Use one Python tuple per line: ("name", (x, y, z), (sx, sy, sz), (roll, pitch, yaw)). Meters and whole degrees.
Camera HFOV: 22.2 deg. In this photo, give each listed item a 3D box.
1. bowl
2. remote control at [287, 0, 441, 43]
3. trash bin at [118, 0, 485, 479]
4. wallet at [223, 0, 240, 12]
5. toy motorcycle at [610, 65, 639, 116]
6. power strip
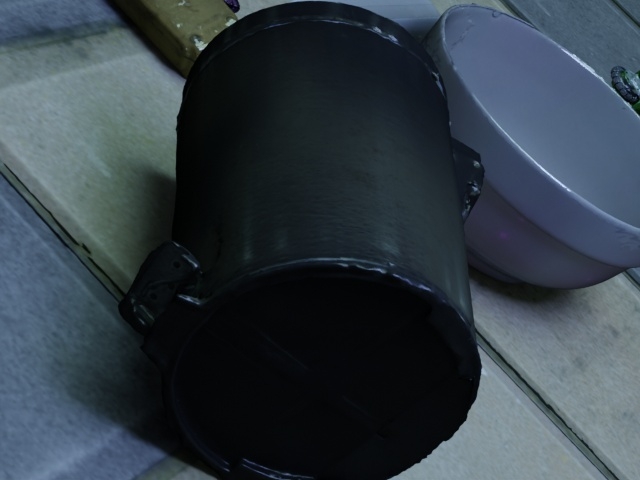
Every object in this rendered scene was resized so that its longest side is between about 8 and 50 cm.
("bowl", (0.179, -0.066, 1.464), (0.287, 0.144, 0.287), (30, 31, -21))
("remote control", (0.017, -0.174, 1.459), (0.034, 0.103, 0.250), (53, 31, 15))
("trash bin", (0.000, 0.000, 1.091), (0.252, 0.203, 0.301), (20, 34, -16))
("wallet", (-0.139, -0.271, 1.476), (0.111, 0.030, 0.166), (18, 37, -38))
("toy motorcycle", (0.415, -0.163, 1.969), (0.190, 0.074, 0.106), (0, 58, -52))
("power strip", (-0.167, -0.241, 1.374), (0.064, 0.044, 0.305), (-35, 75, -36))
